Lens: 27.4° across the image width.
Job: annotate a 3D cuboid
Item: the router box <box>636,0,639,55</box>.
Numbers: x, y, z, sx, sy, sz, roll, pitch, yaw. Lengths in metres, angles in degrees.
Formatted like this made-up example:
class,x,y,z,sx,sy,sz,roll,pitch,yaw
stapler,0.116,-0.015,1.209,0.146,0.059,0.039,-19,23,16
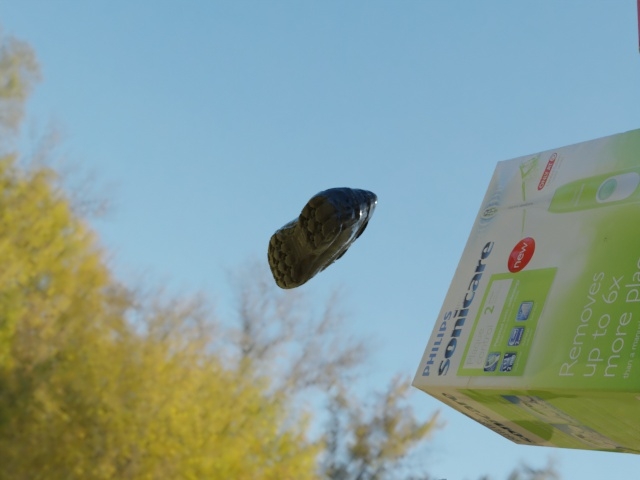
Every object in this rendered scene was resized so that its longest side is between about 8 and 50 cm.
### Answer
class,x,y,z,sx,sy,sz,roll,pitch,yaw
router box,0.568,-0.242,2.018,0.082,0.301,0.335,-14,-56,22

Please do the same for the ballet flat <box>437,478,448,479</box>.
class,x,y,z,sx,sy,sz,roll,pitch,yaw
ballet flat,0.141,0.409,1.576,0.091,0.241,0.077,-7,-9,29

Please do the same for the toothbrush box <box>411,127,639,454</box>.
class,x,y,z,sx,sy,sz,roll,pitch,yaw
toothbrush box,0.218,0.038,0.941,0.122,0.206,0.283,30,-17,-22

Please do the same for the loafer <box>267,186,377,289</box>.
class,x,y,z,sx,sy,sz,roll,pitch,yaw
loafer,0.000,0.000,1.519,0.223,0.078,0.076,-46,-119,59
